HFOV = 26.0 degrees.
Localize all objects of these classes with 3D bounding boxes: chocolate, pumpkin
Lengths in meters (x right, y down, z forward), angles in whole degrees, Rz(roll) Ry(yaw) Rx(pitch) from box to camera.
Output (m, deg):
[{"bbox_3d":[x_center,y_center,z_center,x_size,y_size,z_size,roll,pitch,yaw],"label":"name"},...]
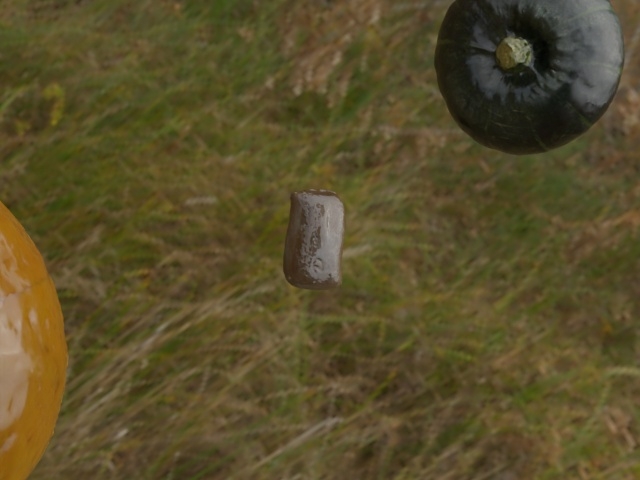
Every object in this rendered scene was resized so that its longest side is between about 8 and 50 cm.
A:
[{"bbox_3d":[0.000,0.000,1.360,0.064,0.031,0.100,6,93,-25],"label":"chocolate"},{"bbox_3d":[0.180,-0.160,1.205,0.125,0.167,0.167,33,35,-51],"label":"pumpkin"}]

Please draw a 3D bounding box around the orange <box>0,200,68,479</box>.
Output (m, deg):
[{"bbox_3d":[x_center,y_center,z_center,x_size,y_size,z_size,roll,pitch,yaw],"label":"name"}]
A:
[{"bbox_3d":[-0.361,0.088,1.079,0.340,0.341,0.293,55,6,2],"label":"orange"}]
